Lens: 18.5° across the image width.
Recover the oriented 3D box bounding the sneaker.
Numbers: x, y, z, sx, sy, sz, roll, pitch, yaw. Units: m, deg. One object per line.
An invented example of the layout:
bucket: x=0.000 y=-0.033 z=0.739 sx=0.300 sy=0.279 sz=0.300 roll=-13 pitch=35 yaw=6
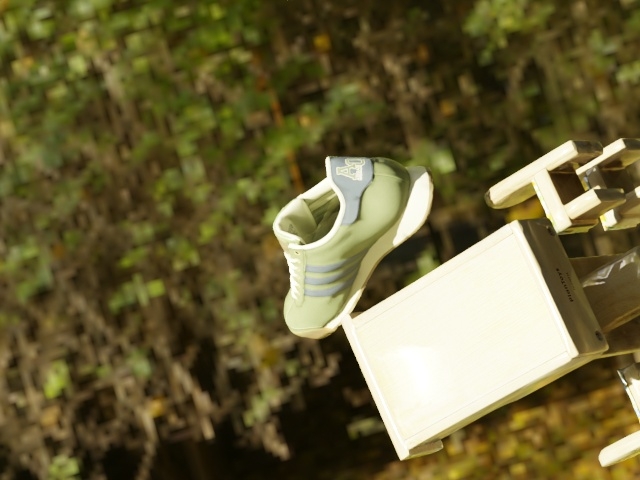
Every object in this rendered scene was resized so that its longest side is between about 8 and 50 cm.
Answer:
sneaker: x=0.000 y=0.000 z=1.428 sx=0.086 sy=0.064 sz=0.192 roll=13 pitch=-41 yaw=-25

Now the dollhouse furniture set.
dollhouse furniture set: x=0.160 y=0.059 z=1.384 sx=0.161 sy=0.212 sz=0.242 roll=-33 pitch=-17 yaw=34
